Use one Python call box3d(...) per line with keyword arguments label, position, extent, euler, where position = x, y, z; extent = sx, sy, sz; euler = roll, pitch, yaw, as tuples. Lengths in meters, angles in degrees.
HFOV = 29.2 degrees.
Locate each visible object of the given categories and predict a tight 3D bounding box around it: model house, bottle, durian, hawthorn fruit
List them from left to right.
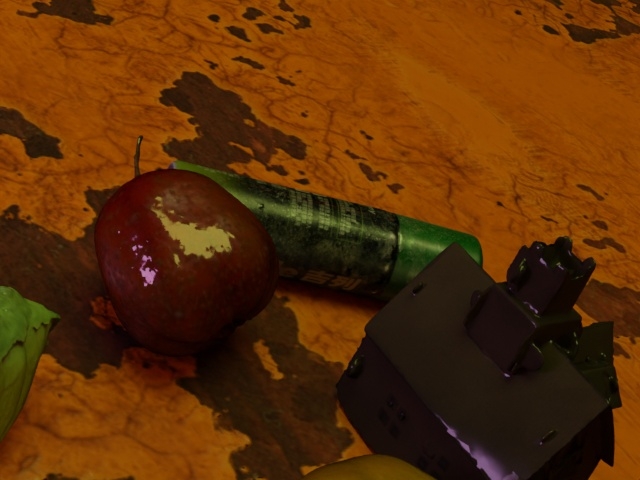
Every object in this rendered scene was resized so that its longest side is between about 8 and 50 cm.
box3d(label="durian", position=(-0.280, 0.110, 0.863), extent=(0.101, 0.139, 0.250), euler=(27, 31, 16))
box3d(label="hawthorn fruit", position=(-0.135, -0.002, 1.083), extent=(0.203, 0.162, 0.162), euler=(51, 38, 7))
box3d(label="bottle", position=(0.000, 0.000, 1.241), extent=(0.330, 0.093, 0.093), euler=(13, 33, -16))
box3d(label="model house", position=(0.176, 0.101, 1.061), extent=(0.204, 0.243, 0.211), euler=(-7, 43, -38))

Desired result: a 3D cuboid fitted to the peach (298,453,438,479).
box3d(label="peach", position=(0.047, 0.239, 0.913), extent=(0.179, 0.103, 0.179), euler=(18, 29, -10))
